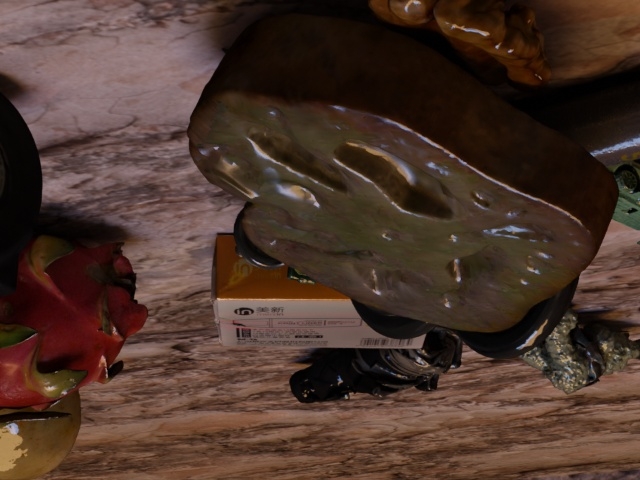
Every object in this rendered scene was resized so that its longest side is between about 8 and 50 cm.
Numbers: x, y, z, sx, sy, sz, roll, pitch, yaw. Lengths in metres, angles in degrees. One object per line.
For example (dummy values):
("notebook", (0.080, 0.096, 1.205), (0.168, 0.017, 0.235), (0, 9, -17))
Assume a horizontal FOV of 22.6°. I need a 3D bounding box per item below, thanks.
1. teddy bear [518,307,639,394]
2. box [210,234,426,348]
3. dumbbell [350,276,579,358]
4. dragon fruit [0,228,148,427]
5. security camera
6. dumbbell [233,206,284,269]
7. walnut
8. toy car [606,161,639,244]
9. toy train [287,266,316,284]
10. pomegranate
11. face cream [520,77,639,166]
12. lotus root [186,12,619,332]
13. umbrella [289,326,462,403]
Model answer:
("teddy bear", (0.368, 0.163, 2.239), (0.213, 0.111, 0.133), (14, 161, -33))
("box", (0.003, 0.066, 1.963), (0.274, 0.091, 0.221), (1, 161, -3))
("dumbbell", (0.147, 0.021, 1.679), (0.290, 0.192, 0.192), (13, 158, -36))
("dragon fruit", (-0.324, 0.094, 1.851), (0.227, 0.224, 0.224), (-12, 159, 22))
("security camera", (-0.413, -0.044, 1.470), (0.277, 0.191, 0.197), (-10, 158, 33))
("dumbbell", (-0.035, -0.022, 1.713), (0.082, 0.081, 0.254), (8, 161, -25))
("walnut", (0.115, -0.173, 1.255), (0.143, 0.069, 0.170), (25, 178, 26))
("toy car", (0.340, -0.044, 1.693), (0.186, 0.058, 0.093), (23, 153, -25))
("toy train", (0.000, 0.000, 1.785), (0.050, 0.081, 0.122), (11, 156, -24))
("pomegranate", (-0.445, 0.224, 2.246), (0.233, 0.233, 0.233), (0, 162, 0))
("face cream", (0.247, -0.101, 1.494), (0.284, 0.073, 0.073), (-14, 158, 34))
("lotus root", (0.076, -0.046, 1.381), (0.375, 0.111, 0.390), (3, 149, 35))
("umbrella", (0.071, 0.196, 2.340), (0.113, 0.106, 0.358), (8, 160, -34))
